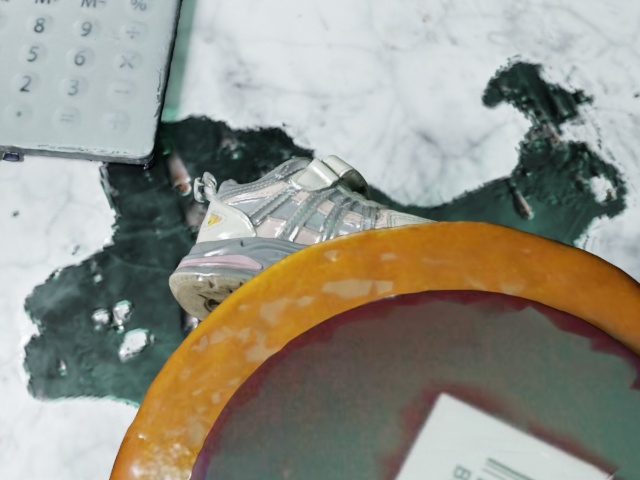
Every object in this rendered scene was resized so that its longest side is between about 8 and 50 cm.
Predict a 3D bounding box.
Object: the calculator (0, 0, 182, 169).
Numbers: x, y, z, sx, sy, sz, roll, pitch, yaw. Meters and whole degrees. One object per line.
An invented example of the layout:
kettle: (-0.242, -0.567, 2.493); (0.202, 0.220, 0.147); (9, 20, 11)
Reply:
calculator: (-0.173, -0.170, 0.929); (0.161, 0.021, 0.262); (4, 63, 1)

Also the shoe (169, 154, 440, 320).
shoe: (0.000, 0.000, 0.810); (0.180, 0.089, 0.092); (-3, 60, 7)

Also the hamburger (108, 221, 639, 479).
hamburger: (0.059, 0.171, 0.627); (0.330, 0.250, 0.330); (0, 61, 1)
